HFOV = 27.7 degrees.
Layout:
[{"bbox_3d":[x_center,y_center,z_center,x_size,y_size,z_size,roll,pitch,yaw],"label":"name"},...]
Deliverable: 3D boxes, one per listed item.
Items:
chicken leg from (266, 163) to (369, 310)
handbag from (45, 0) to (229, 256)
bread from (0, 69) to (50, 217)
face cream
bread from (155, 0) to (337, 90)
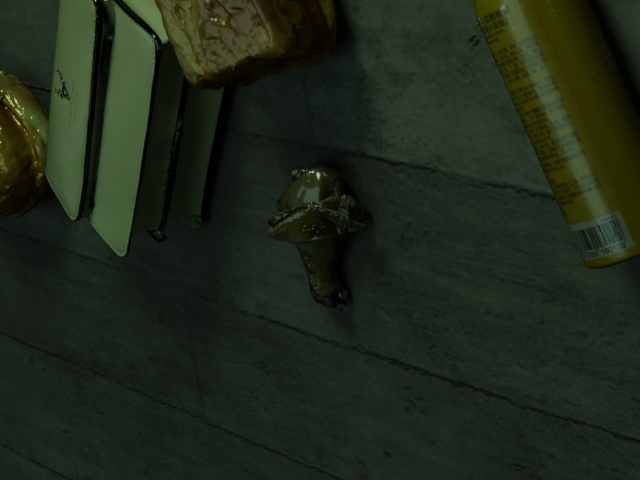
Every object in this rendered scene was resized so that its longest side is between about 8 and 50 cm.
[{"bbox_3d":[-0.007,-0.004,1.596,0.125,0.080,0.196,29,132,16],"label":"chicken leg"},{"bbox_3d":[-0.255,-0.187,1.691,0.237,0.160,0.358,44,137,29],"label":"handbag"},{"bbox_3d":[-0.492,-0.139,1.996,0.198,0.120,0.236,54,140,7],"label":"bread"},{"bbox_3d":[0.232,-0.150,1.235,0.105,0.105,0.348,-20,96,50],"label":"face cream"},{"bbox_3d":[-0.110,-0.343,1.455,0.195,0.149,0.344,-15,100,31],"label":"bread"}]
